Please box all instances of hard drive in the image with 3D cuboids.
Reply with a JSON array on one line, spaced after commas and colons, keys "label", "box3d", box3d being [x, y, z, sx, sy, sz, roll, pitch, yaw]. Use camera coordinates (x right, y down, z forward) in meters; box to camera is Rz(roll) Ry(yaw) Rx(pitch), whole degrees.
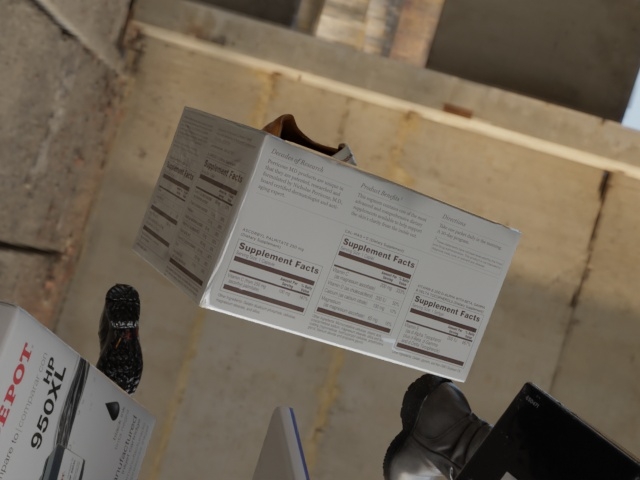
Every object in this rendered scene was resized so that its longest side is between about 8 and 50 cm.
[{"label": "hard drive", "box3d": [-0.068, 0.475, 1.888, 0.319, 0.040, 0.210, -110, -147, -61]}]

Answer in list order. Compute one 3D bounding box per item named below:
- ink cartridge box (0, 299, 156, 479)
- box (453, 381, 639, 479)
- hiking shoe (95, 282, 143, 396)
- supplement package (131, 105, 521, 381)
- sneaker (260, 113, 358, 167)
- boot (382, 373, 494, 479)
[{"label": "ink cartridge box", "box3d": [-0.359, 0.255, 1.164, 0.395, 0.166, 0.286, 63, 39, -61]}, {"label": "box", "box3d": [0.262, 0.359, 1.165, 0.296, 0.182, 0.294, -53, 133, 1]}, {"label": "hiking shoe", "box3d": [-0.366, 0.191, 1.940, 0.114, 0.086, 0.227, -176, -87, -78]}, {"label": "supplement package", "box3d": [0.000, 0.000, 0.939, 0.204, 0.261, 0.145, 27, -84, 62]}, {"label": "sneaker", "box3d": [0.026, -0.040, 1.331, 0.123, 0.290, 0.106, -49, 179, 40]}, {"label": "boot", "box3d": [0.224, 0.393, 1.792, 0.118, 0.222, 0.338, -29, 144, -25]}]
